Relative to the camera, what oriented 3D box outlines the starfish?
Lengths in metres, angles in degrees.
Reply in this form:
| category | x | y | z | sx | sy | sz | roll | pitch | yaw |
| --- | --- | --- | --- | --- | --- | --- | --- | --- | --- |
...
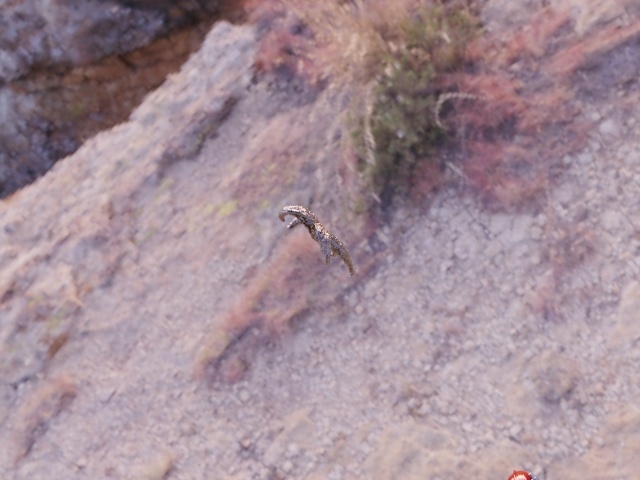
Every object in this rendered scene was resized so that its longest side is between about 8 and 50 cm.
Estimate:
| category | x | y | z | sx | sy | sz | roll | pitch | yaw |
| --- | --- | --- | --- | --- | --- | --- | --- | --- | --- |
| starfish | 0.000 | 0.000 | 0.920 | 0.028 | 0.091 | 0.078 | -48 | -6 | 2 |

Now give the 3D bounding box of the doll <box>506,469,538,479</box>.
| category | x | y | z | sx | sy | sz | roll | pitch | yaw |
| --- | --- | --- | --- | --- | --- | --- | --- | --- | --- |
| doll | 0.258 | 0.317 | 1.294 | 0.057 | 0.039 | 0.114 | -53 | -8 | 10 |
